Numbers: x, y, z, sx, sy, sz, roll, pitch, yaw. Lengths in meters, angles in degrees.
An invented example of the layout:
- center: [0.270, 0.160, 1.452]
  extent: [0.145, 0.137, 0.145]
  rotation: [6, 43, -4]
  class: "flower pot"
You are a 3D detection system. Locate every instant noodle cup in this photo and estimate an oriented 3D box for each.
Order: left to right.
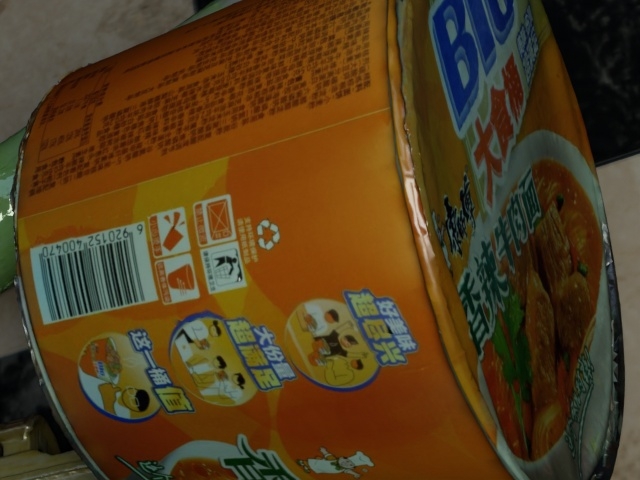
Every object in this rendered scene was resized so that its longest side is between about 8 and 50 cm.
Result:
- center: [0.000, 0.000, 0.915]
  extent: [0.214, 0.296, 0.296]
  rotation: [-12, 54, 23]
  class: "instant noodle cup"

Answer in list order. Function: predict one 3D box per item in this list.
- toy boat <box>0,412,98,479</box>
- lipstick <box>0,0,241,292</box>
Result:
- center: [-0.171, 0.135, 1.008]
  extent: [0.226, 0.068, 0.088]
  rotation: [-16, 43, 5]
  class: "toy boat"
- center: [-0.111, -0.064, 1.118]
  extent: [0.304, 0.076, 0.076]
  rotation: [-34, 52, -5]
  class: "lipstick"
